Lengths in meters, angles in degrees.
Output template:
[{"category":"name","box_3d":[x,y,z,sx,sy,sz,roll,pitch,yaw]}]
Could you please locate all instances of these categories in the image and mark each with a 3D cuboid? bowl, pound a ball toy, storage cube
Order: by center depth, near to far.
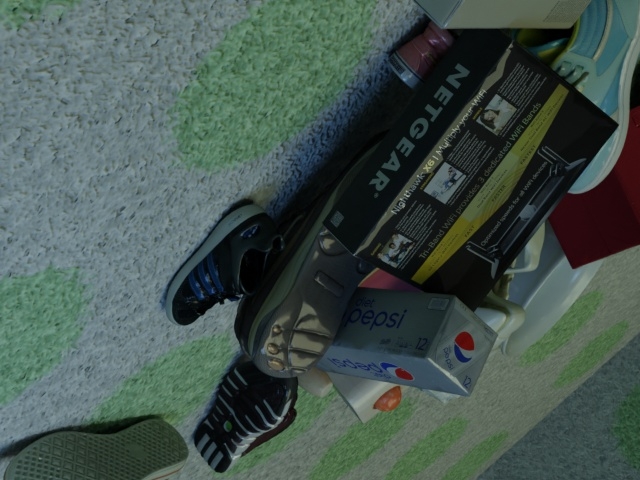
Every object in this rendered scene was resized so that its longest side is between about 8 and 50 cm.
[{"category":"storage cube","box_3d":[0.470,-0.092,2.036,0.215,0.193,0.184,-23,177,-34]},{"category":"pound a ball toy","box_3d":[0.120,0.181,2.138,0.319,0.136,0.208,-38,157,-6]},{"category":"bowl","box_3d":[0.367,0.047,2.253,0.298,0.134,0.298,-40,156,-22]}]

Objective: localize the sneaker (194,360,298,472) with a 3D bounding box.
[{"category":"sneaker","box_3d":[-0.079,0.241,2.008,0.162,0.106,0.281,-25,164,-43]}]

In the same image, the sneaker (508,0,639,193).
[{"category":"sneaker","box_3d":[0.312,-0.201,1.711,0.208,0.127,0.319,-14,121,-40]}]

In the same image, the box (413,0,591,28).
[{"category":"box","box_3d":[0.212,-0.304,1.459,0.275,0.094,0.113,-9,141,-50]}]

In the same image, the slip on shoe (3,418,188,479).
[{"category":"slip on shoe","box_3d":[-0.307,0.320,1.769,0.101,0.123,0.331,-45,162,22]}]

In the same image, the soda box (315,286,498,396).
[{"category":"soda box","box_3d":[0.079,0.121,1.651,0.098,0.286,0.091,40,67,-33]}]

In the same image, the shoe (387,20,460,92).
[{"category":"shoe","box_3d":[0.153,-0.208,1.578,0.081,0.063,0.178,-42,152,15]}]

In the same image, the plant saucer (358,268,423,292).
[{"category":"plant saucer","box_3d":[0.065,0.057,1.897,0.332,0.084,0.332,-34,156,-17]}]

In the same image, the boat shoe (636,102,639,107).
[{"category":"boat shoe","box_3d":[0.558,-0.222,2.125,0.158,0.127,0.340,-4,130,-47]}]

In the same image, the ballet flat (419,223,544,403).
[{"category":"ballet flat","box_3d":[0.240,0.050,1.870,0.147,0.147,0.409,3,101,-58]}]

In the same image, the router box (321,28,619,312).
[{"category":"router box","box_3d":[0.184,-0.081,1.573,0.243,0.081,0.309,28,103,-43]}]

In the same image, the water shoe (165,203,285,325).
[{"category":"water shoe","box_3d":[-0.120,0.048,1.599,0.073,0.080,0.203,-7,140,-51]}]

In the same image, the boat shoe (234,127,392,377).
[{"category":"boat shoe","box_3d":[0.000,0.000,1.647,0.355,0.130,0.132,-54,129,-9]}]
